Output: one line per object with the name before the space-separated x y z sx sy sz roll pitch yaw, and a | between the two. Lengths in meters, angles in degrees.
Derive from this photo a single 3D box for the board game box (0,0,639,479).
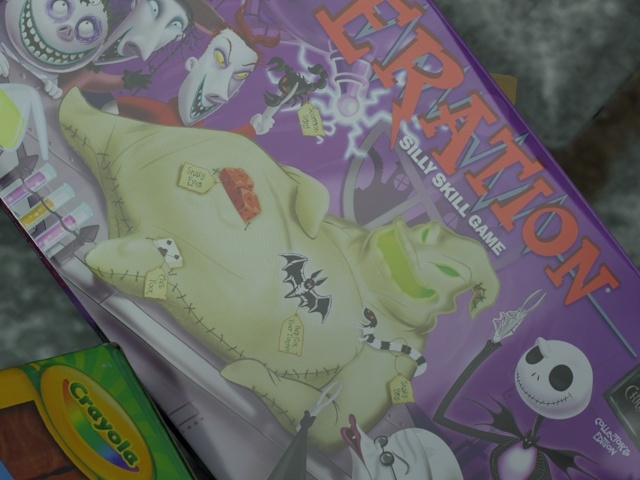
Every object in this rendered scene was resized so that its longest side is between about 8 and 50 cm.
board game box | 0.000 0.000 0.865 0.208 0.056 0.347 -38 89 -11

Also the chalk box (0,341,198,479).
chalk box | -0.137 0.167 0.750 0.289 0.179 0.180 -14 67 -51

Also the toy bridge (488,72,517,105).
toy bridge | -0.005 -0.067 0.926 0.188 0.063 0.026 6 72 -4
